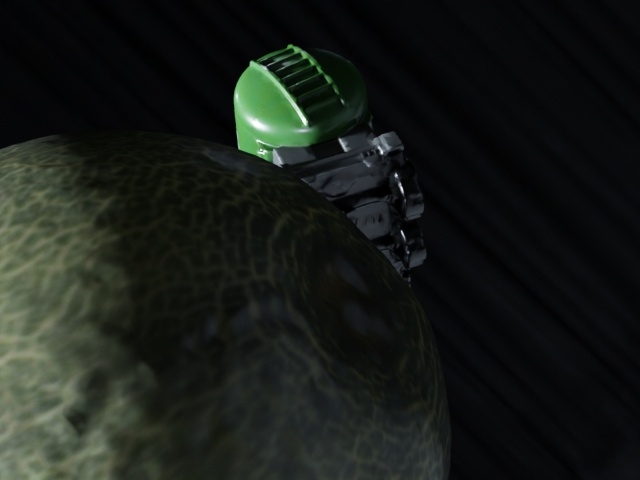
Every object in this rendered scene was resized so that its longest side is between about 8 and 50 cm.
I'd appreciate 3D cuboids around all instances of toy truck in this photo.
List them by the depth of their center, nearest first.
[{"bbox_3d":[0.000,0.000,1.124,0.101,0.242,0.125,-18,46,-13],"label":"toy truck"}]

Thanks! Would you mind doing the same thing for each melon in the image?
[{"bbox_3d":[-0.100,0.096,0.637,0.302,0.237,0.237,-34,20,25],"label":"melon"}]
